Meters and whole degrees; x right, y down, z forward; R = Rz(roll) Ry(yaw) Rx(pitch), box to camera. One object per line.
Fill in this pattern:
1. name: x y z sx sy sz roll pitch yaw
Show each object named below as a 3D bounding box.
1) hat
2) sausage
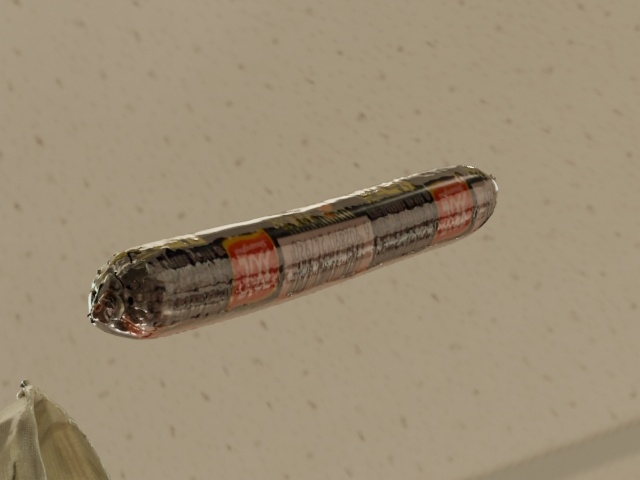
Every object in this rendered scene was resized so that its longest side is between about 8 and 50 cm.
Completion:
1. hat: -0.237 0.228 1.205 0.226 0.219 0.164 -40 -105 -4
2. sausage: 0.000 0.000 0.489 0.198 0.025 0.028 -18 -53 -55
